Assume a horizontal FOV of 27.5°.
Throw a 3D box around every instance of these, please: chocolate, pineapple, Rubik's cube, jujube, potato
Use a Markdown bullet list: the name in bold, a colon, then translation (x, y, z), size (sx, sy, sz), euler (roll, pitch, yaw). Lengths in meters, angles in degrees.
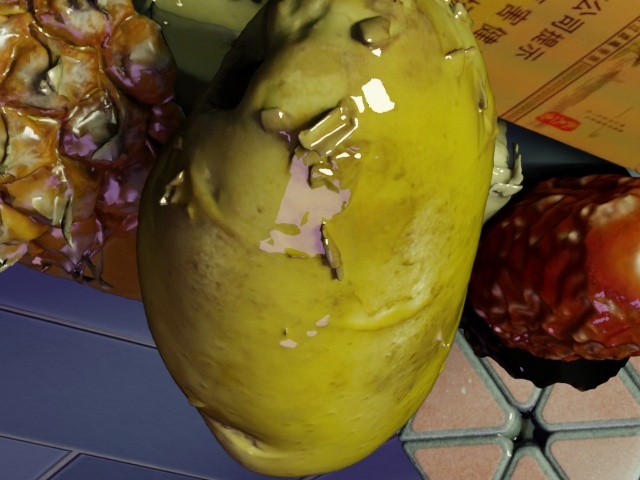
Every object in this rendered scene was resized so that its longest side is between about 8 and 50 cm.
- **chocolate**: translation (0.133, 0.021, 0.896), size (0.156, 0.156, 0.133), euler (24, 174, -33)
- **pineapple**: translation (-0.230, -0.019, 0.587), size (0.262, 0.271, 0.262), euler (19, 134, 21)
- **Rubik's cube**: translation (0.185, 0.157, 1.099), size (0.228, 0.229, 0.233), euler (-26, 117, -21)
- **jujube**: translation (0.150, 0.013, 0.726), size (0.109, 0.112, 0.176), euler (34, 169, -12)
- **potato**: translation (0.000, 0.000, 0.616), size (0.173, 0.140, 0.300), euler (-24, 146, -21)

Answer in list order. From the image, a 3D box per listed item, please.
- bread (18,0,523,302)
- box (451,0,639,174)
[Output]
- **bread**: translation (-0.041, -0.041, 0.782), size (0.239, 0.111, 0.246), euler (17, 148, -24)
- **box**: translation (0.172, -0.116, 0.652), size (0.274, 0.076, 0.174), euler (18, 150, -25)
